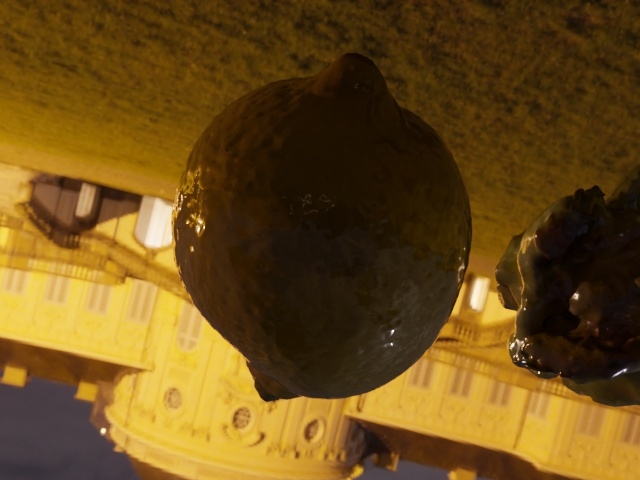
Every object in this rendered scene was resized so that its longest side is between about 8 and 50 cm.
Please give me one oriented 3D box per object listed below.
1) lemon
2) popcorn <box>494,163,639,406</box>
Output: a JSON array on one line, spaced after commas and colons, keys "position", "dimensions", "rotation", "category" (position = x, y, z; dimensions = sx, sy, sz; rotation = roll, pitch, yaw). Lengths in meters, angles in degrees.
[{"position": [0.000, 0.000, 0.492], "dimensions": [0.187, 0.244, 0.187], "rotation": [7, -150, -4], "category": "lemon"}, {"position": [0.394, 0.051, 1.020], "dimensions": [0.321, 0.326, 0.290], "rotation": [15, 168, -1], "category": "popcorn"}]
